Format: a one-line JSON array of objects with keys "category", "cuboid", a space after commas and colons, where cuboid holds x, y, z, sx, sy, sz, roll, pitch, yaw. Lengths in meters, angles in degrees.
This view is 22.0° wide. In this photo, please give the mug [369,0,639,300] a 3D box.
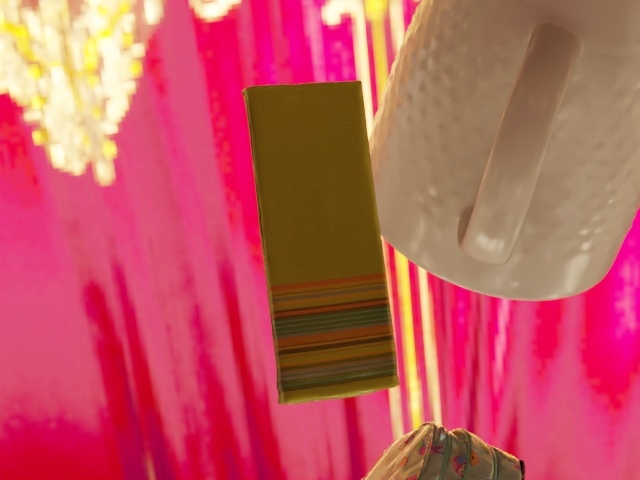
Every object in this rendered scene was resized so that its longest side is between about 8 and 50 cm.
[{"category": "mug", "cuboid": [0.196, -0.127, 1.535, 0.276, 0.328, 0.374, 20, -144, 3]}]

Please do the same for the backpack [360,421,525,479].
[{"category": "backpack", "cuboid": [0.090, 0.231, 1.380, 0.115, 0.182, 0.152, 24, -126, -19]}]

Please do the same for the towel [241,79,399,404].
[{"category": "towel", "cuboid": [0.000, 0.000, 1.225, 0.102, 0.237, 0.021, -5, 176, -29]}]
